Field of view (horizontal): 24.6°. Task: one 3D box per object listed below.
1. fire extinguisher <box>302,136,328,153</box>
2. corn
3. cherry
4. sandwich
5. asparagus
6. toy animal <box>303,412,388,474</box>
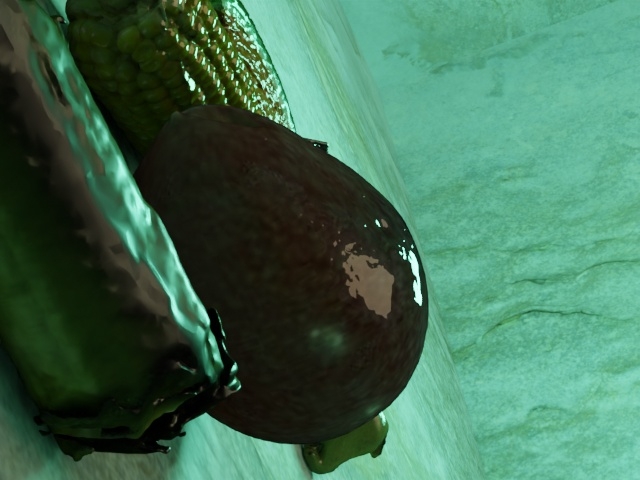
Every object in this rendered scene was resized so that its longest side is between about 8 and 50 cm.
[{"bbox_3d":[0.000,0.000,1.745,0.072,0.089,0.267,16,-65,50],"label":"fire extinguisher"},{"bbox_3d":[-0.123,-0.127,1.285,0.347,0.130,0.130,63,11,-56],"label":"corn"},{"bbox_3d":[-0.040,0.027,1.158,0.307,0.221,0.261,52,8,-26],"label":"cherry"},{"bbox_3d":[-0.099,-0.162,1.710,0.159,0.079,0.235,-85,153,-46],"label":"sandwich"},{"bbox_3d":[-0.168,-0.039,0.816,0.108,0.128,0.382,16,-44,54],"label":"asparagus"},{"bbox_3d":[0.012,0.154,1.577,0.103,0.101,0.218,-80,150,-70],"label":"toy animal"}]
